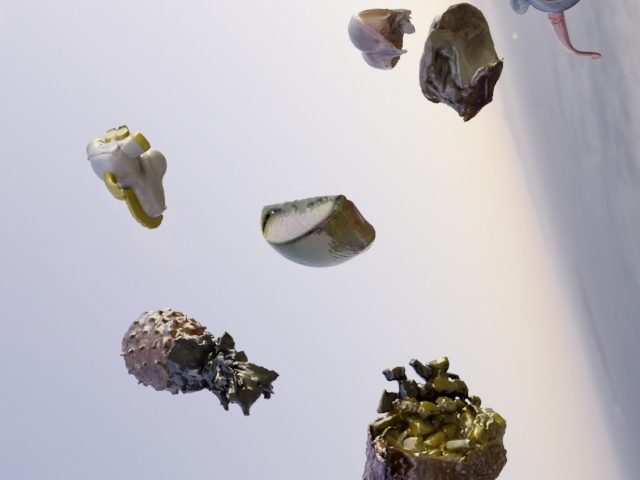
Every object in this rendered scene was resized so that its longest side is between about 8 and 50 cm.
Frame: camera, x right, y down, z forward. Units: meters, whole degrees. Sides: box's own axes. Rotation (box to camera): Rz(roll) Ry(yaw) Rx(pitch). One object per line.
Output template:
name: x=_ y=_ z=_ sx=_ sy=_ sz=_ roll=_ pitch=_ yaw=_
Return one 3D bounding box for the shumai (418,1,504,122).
shumai: x=0.263 y=-0.314 z=1.612 sx=0.201 sy=0.120 sz=0.201 roll=-30 pitch=-47 yaw=-39

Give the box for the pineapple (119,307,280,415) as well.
pineapple: x=-0.206 y=0.201 z=1.487 sx=0.170 sy=0.310 sz=0.141 roll=34 pitch=-104 yaw=-43

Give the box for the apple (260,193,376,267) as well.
apple: x=0.000 y=0.000 z=1.857 sx=0.193 sy=0.265 sz=0.120 roll=37 pitch=-116 yaw=-33

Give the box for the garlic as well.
garlic: x=0.122 y=-0.394 z=1.806 sx=0.174 sy=0.124 sz=0.099 roll=61 pitch=-145 yaw=-61

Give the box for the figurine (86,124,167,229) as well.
figurine: x=-0.288 y=-0.094 z=1.414 sx=0.178 sy=0.109 sz=0.129 roll=50 pitch=-149 yaw=-61

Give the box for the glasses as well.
glasses: x=0.368 y=-0.403 z=1.403 sx=0.268 sy=0.118 sz=0.234 roll=38 pitch=-128 yaw=-63

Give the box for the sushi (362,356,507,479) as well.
sushi: x=0.152 y=0.270 z=1.215 sx=0.167 sy=0.296 sz=0.179 roll=28 pitch=118 yaw=50
